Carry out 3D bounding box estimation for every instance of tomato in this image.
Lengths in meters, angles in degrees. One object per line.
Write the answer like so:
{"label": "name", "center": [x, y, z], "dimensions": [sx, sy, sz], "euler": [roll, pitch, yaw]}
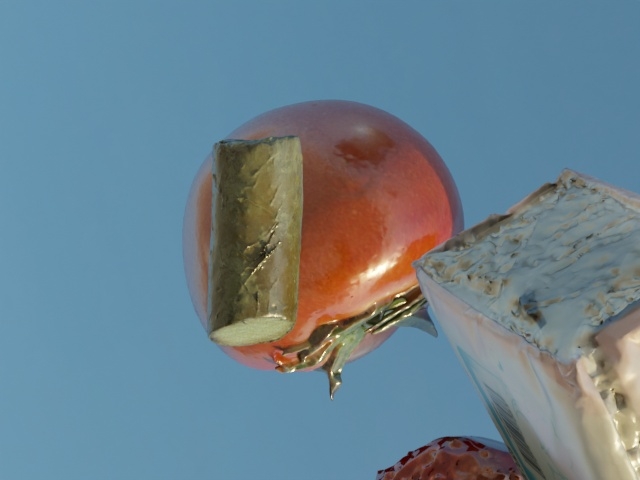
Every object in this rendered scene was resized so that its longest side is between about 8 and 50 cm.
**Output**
{"label": "tomato", "center": [0.000, 0.000, 1.354], "dimensions": [0.256, 0.256, 0.224], "euler": [-50, -121, 39]}

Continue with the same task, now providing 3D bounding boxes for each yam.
{"label": "yam", "center": [-0.028, 0.001, 0.680], "dimensions": [0.043, 0.043, 0.094], "euler": [2, -90, 42]}

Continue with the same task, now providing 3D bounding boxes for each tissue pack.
{"label": "tissue pack", "center": [0.175, 0.115, 0.786], "dimensions": [0.271, 0.124, 0.201], "euler": [60, -10, -20]}

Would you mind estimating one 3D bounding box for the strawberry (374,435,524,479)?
{"label": "strawberry", "center": [0.096, 0.289, 1.051], "dimensions": [0.261, 0.257, 0.261], "euler": [15, -30, 8]}
